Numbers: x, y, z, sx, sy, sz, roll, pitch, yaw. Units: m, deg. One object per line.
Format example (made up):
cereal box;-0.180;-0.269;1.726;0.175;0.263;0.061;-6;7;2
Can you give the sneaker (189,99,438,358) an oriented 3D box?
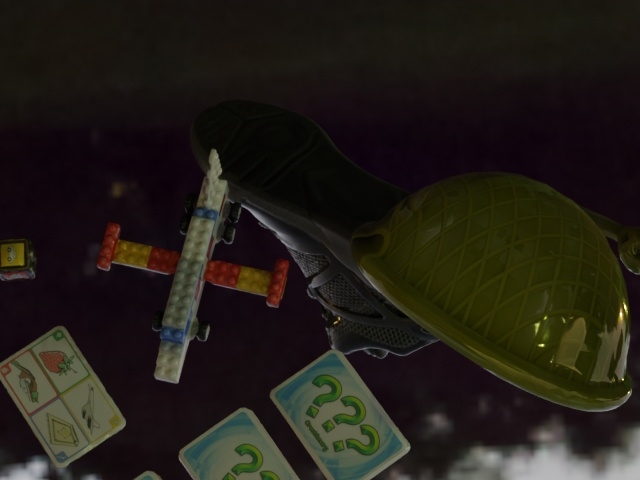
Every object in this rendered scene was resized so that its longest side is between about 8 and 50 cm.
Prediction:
sneaker;0.000;0.000;1.265;0.227;0.130;0.087;32;-128;24

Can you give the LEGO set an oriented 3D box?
LEGO set;-0.089;0.070;1.113;0.182;0.244;0.060;-33;163;-7

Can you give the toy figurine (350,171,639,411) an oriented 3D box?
toy figurine;0.205;0.009;0.681;0.362;0.217;0.191;39;-144;27
